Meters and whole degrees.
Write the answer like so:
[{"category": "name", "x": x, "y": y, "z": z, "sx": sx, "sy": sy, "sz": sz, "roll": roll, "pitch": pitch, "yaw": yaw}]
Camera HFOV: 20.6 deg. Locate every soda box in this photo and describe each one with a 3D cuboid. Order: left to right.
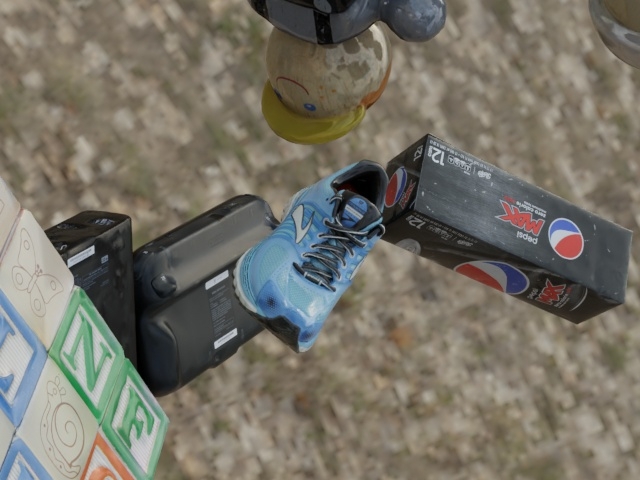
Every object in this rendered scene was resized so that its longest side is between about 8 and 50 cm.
[{"category": "soda box", "x": 0.121, "y": -0.004, "z": 1.147, "sx": 0.169, "sy": 0.053, "sz": 0.060, "roll": 23, "pitch": 62, "yaw": -21}]

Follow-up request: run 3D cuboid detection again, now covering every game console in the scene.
[{"category": "game console", "x": -0.113, "y": 0.071, "z": 1.173, "sx": 0.361, "sy": 0.044, "sz": 0.213, "roll": -32, "pitch": 126, "yaw": -61}]

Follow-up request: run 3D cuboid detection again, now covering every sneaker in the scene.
[{"category": "sneaker", "x": 0.000, "y": 0.000, "z": 1.044, "sx": 0.063, "sy": 0.073, "sz": 0.162, "roll": 39, "pitch": 36, "yaw": -12}]

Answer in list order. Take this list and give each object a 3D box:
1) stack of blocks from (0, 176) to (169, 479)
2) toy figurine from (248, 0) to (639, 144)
[{"category": "stack of blocks", "x": -0.125, "y": 0.126, "z": 0.708, "sx": 0.297, "sy": 0.087, "sz": 0.171, "roll": 60, "pitch": 28, "yaw": -33}, {"category": "toy figurine", "x": 0.051, "y": -0.152, "z": 0.688, "sx": 0.148, "sy": 0.209, "sz": 0.213, "roll": 80, "pitch": -6, "yaw": -49}]
